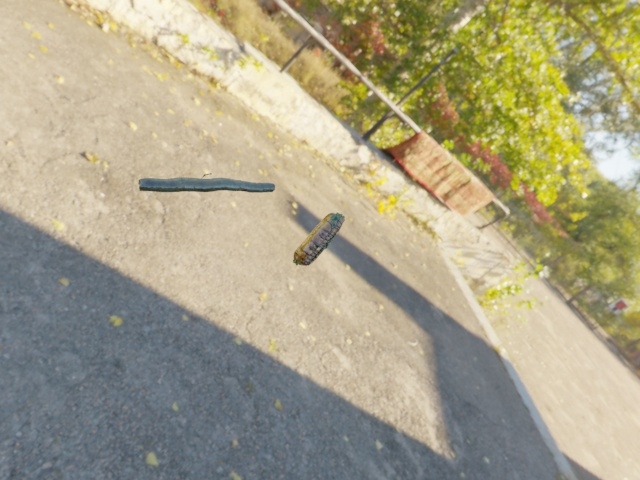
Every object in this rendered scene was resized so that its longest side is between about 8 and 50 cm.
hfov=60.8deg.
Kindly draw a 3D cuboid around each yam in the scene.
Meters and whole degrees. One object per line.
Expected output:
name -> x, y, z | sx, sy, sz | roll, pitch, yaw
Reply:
yam -> -0.187, -0.095, 0.927 | 0.234, 0.027, 0.029 | -2, 42, -27

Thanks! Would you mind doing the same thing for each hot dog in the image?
hot dog -> 0.000, 0.000, 0.961 | 0.037, 0.122, 0.049 | 42, 1, 32
